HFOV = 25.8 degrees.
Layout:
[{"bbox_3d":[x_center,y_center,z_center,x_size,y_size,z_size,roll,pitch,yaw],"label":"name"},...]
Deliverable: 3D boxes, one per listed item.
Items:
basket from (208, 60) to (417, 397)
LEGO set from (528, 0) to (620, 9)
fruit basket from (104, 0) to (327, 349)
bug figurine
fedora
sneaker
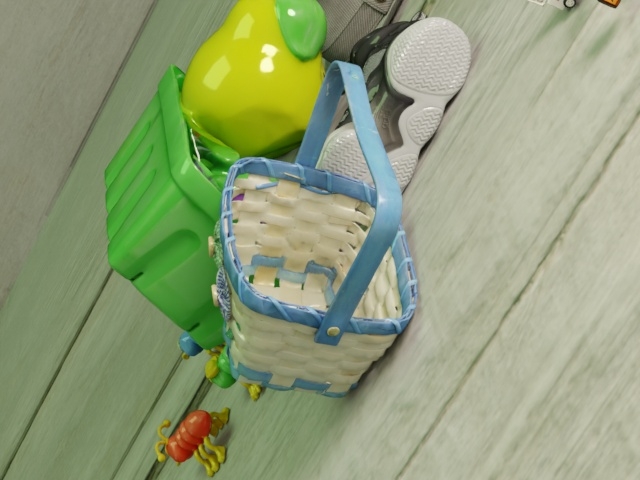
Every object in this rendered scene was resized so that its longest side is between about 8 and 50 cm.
[{"bbox_3d":[0.000,0.000,1.384,0.255,0.201,0.289,-102,32,-51],"label":"basket"},{"bbox_3d":[0.264,-0.312,1.268,0.182,0.060,0.244,151,139,-73],"label":"LEGO set"},{"bbox_3d":[-0.085,-0.107,1.669,0.392,0.283,0.392,-36,26,20],"label":"fruit basket"},{"bbox_3d":[-0.134,0.149,1.769,0.216,0.072,0.279,-53,22,32],"label":"bug figurine"},{"bbox_3d":[0.024,-0.345,1.863,0.275,0.124,0.244,-58,20,21],"label":"fedora"},{"bbox_3d":[0.062,-0.137,1.557,0.268,0.101,0.153,-56,20,10],"label":"sneaker"}]
